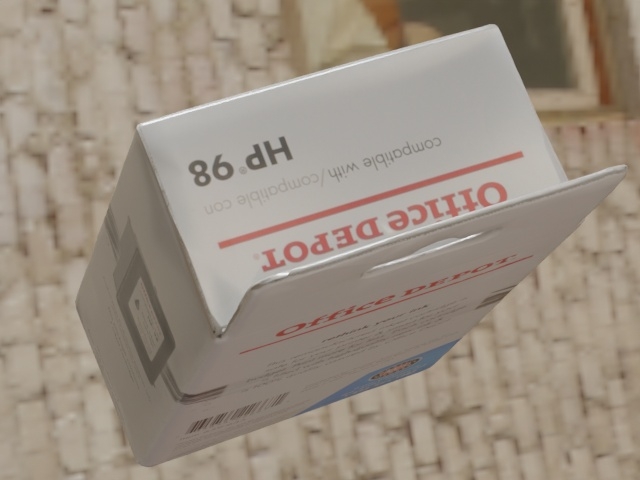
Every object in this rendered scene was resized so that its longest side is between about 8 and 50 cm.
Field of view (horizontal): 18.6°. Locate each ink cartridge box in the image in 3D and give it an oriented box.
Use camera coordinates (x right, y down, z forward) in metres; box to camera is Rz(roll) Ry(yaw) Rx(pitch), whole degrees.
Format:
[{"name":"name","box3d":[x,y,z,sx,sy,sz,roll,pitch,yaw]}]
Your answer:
[{"name":"ink cartridge box","box3d":[0.000,0.000,0.531,0.180,0.104,0.060,125,-54,-66]}]
